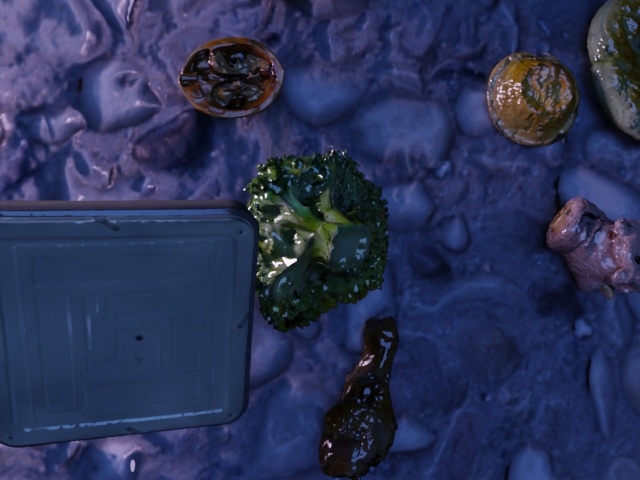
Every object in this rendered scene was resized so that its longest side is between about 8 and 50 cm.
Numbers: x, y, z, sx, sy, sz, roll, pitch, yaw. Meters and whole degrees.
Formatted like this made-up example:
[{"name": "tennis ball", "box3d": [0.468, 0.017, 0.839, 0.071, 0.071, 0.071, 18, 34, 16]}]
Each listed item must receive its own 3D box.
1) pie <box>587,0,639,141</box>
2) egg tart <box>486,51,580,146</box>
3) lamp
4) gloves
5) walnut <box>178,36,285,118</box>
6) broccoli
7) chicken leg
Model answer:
[{"name": "pie", "box3d": [0.458, -0.237, 0.787, 0.240, 0.054, 0.240, 1, 86, -10]}, {"name": "egg tart", "box3d": [0.276, -0.182, 0.761, 0.129, 0.049, 0.129, 0, 89, -7]}, {"name": "lamp", "box3d": [-0.203, 0.087, 0.620, 0.269, 0.047, 0.266, -2, 114, -17]}, {"name": "gloves", "box3d": [0.357, 0.009, 0.749, 0.144, 0.094, 0.110, 17, 74, 0]}, {"name": "walnut", "box3d": [-0.103, -0.185, 0.702, 0.121, 0.052, 0.091, -5, 90, -7]}, {"name": "broccoli", "box3d": [0.000, 0.000, 0.642, 0.194, 0.194, 0.219, 24, 90, -7]}, {"name": "chicken leg", "box3d": [0.057, 0.185, 0.714, 0.085, 0.069, 0.198, 12, 79, 16]}]
